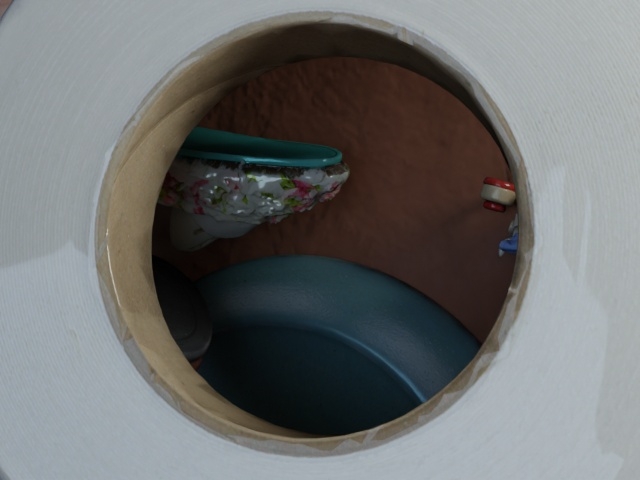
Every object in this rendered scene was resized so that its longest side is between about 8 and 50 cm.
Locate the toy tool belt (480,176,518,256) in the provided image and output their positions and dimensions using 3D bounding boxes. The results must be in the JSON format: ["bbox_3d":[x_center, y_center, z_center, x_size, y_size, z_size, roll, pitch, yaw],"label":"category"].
[{"bbox_3d":[0.121,0.000,0.729,0.083,0.052,0.051,18,92,23],"label":"toy tool belt"}]

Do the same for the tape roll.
[{"bbox_3d":[0.000,0.000,0.647,0.392,0.072,0.391,-1,83,11],"label":"tape roll"}]

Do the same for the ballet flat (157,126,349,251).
[{"bbox_3d":[-0.100,-0.035,0.804,0.241,0.091,0.077,11,107,15],"label":"ballet flat"}]

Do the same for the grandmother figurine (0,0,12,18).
[{"bbox_3d":[-0.099,-0.180,0.797,0.343,0.104,0.207,-5,124,21],"label":"grandmother figurine"}]

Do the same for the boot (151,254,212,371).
[{"bbox_3d":[-0.180,0.136,0.818,0.264,0.096,0.280,18,104,35],"label":"boot"}]

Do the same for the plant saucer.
[{"bbox_3d":[-0.019,0.168,0.807,0.318,0.044,0.317,2,94,24],"label":"plant saucer"}]
